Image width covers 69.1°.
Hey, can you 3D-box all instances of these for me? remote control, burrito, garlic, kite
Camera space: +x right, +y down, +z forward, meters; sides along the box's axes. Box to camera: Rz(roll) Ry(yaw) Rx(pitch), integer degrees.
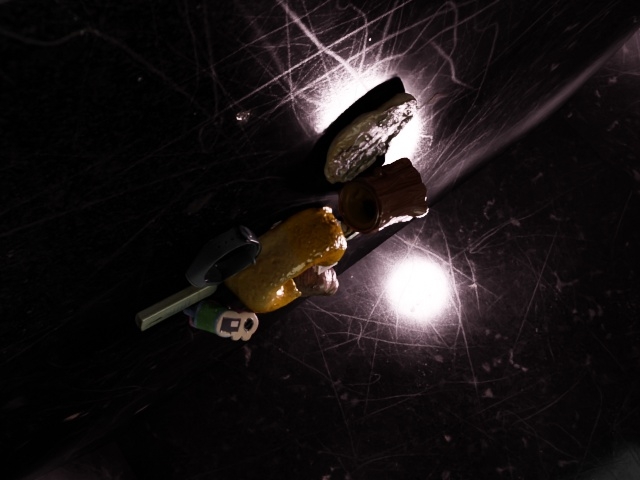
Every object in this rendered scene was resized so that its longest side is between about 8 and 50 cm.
[{"bbox_3d":[-0.394,0.171,1.282,0.234,0.038,0.098,-29,166,-31],"label":"remote control"},{"bbox_3d":[0.151,-0.063,1.887,0.144,0.089,0.229,-27,176,38],"label":"burrito"},{"bbox_3d":[-0.042,0.148,1.909,0.245,0.160,0.245,7,162,2],"label":"garlic"},{"bbox_3d":[0.295,-0.371,1.258,0.078,0.002,0.044,-41,168,16],"label":"kite"}]

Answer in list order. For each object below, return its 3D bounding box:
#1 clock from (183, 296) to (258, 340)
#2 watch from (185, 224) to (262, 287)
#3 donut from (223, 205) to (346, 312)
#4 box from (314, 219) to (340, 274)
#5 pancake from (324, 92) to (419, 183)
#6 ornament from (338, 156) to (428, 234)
[{"bbox_3d":[-0.323,0.236,1.456,0.194,0.196,0.100,21,83,-52],"label":"clock"},{"bbox_3d":[-0.233,0.042,1.178,0.193,0.068,0.206,-38,167,9],"label":"watch"},{"bbox_3d":[-0.113,0.082,1.458,0.435,0.163,0.378,-41,167,24],"label":"donut"},{"bbox_3d":[0.026,0.027,1.761,0.109,0.029,0.198,-28,135,-39],"label":"box"},{"bbox_3d":[0.118,-0.243,1.123,0.282,0.049,0.282,-36,169,-8],"label":"pancake"},{"bbox_3d":[0.188,-0.134,1.440,0.218,0.235,0.221,-24,138,-40],"label":"ornament"}]
